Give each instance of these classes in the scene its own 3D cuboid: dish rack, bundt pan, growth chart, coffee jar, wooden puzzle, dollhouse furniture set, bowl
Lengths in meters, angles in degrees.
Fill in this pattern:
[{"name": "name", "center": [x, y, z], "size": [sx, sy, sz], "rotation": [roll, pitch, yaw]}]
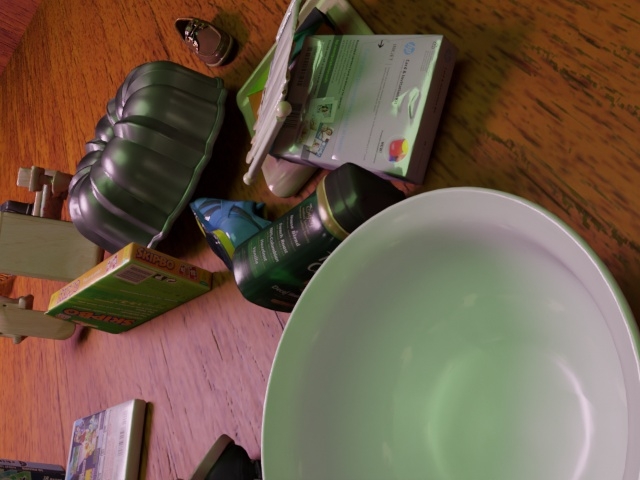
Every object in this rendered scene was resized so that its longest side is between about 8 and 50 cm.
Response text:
[{"name": "dish rack", "center": [-0.801, 0.041, 1.596], "size": [0.208, 0.074, 0.272], "rotation": [-18, 60, 45]}, {"name": "bundt pan", "center": [-0.281, -0.132, 0.992], "size": [0.331, 0.124, 0.331], "rotation": [-40, 36, 38]}, {"name": "growth chart", "center": [-0.050, -0.196, 0.773], "size": [0.172, 0.021, 0.237], "rotation": [134, 148, -62]}, {"name": "coffee jar", "center": [0.000, 0.000, 0.662], "size": [0.184, 0.096, 0.079], "rotation": [-37, 50, 32]}, {"name": "wooden puzzle", "center": [-0.024, -0.202, 0.837], "size": [0.221, 0.044, 0.239], "rotation": [-48, 42, 21]}, {"name": "dollhouse furniture set", "center": [-0.489, 0.021, 1.269], "size": [0.355, 0.173, 0.303], "rotation": [-159, 79, -81]}, {"name": "bowl", "center": [0.101, 0.124, 0.450], "size": [0.298, 0.134, 0.298], "rotation": [-25, 54, 39]}]

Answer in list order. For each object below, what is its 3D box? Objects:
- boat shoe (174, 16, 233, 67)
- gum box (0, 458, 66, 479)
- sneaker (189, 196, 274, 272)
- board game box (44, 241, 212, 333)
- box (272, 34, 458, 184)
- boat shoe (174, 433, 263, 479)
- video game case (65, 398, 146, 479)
[{"name": "boat shoe", "center": [-0.203, -0.342, 1.104], "size": [0.064, 0.060, 0.178], "rotation": [-59, 39, 9]}, {"name": "gum box", "center": [-0.491, 0.421, 0.965], "size": [0.041, 0.157, 0.184], "rotation": [15, 84, 52]}, {"name": "sneaker", "center": [-0.111, -0.021, 0.841], "size": [0.082, 0.069, 0.209], "rotation": [-31, 26, -14]}, {"name": "board game box", "center": [-0.281, 0.078, 0.925], "size": [0.259, 0.124, 0.039], "rotation": [-28, 50, 38]}, {"name": "box", "center": [0.042, -0.145, 0.696], "size": [0.186, 0.038, 0.145], "rotation": [14, 89, 41]}, {"name": "boat shoe", "center": [-0.077, 0.248, 0.544], "size": [0.127, 0.113, 0.340], "rotation": [-60, -4, -14]}, {"name": "video game case", "center": [-0.308, 0.338, 0.905], "size": [0.183, 0.023, 0.201], "rotation": [-26, 54, 39]}]
